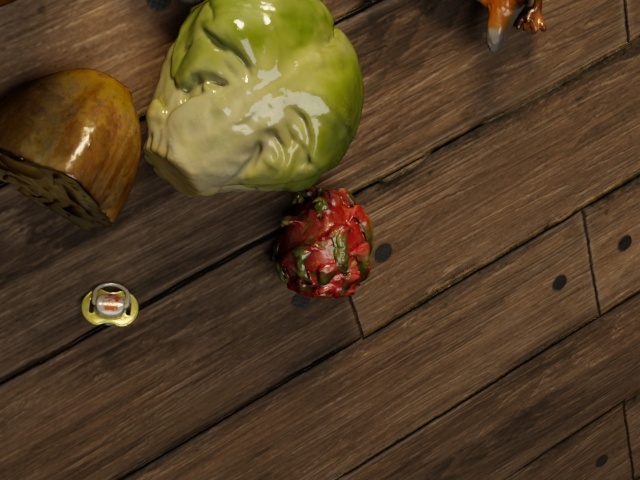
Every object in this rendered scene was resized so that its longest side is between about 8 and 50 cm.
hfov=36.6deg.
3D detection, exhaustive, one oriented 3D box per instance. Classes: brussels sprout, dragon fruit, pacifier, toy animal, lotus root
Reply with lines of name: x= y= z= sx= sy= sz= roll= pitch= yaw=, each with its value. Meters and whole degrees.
brussels sprout: x=-0.080 y=-0.187 z=1.299 sx=0.274 sy=0.242 sz=0.316 roll=21 pitch=97 yaw=-41
dragon fruit: x=0.000 y=0.000 z=1.519 sx=0.166 sy=0.160 sz=0.172 roll=7 pitch=98 yaw=6
pacifier: x=-0.316 y=0.102 z=1.451 sx=0.083 sy=0.068 sz=0.064 roll=5 pitch=148 yaw=-13
toy animal: x=0.290 y=-0.457 z=1.475 sx=0.284 sy=0.225 sz=0.302 roll=-59 pitch=144 yaw=-17
lotus root: x=-0.332 y=-0.136 z=1.259 sx=0.188 sy=0.199 sz=0.180 roll=84 pitch=25 yaw=-70

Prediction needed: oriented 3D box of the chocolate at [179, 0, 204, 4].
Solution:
chocolate: x=-0.199 y=-0.370 z=1.245 sx=0.072 sy=0.072 sz=0.167 roll=-50 pitch=130 yaw=2

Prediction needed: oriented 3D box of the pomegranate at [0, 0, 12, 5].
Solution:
pomegranate: x=-0.347 y=-0.428 z=0.969 sx=0.410 sy=0.410 sz=0.410 roll=-13 pitch=121 yaw=-23
